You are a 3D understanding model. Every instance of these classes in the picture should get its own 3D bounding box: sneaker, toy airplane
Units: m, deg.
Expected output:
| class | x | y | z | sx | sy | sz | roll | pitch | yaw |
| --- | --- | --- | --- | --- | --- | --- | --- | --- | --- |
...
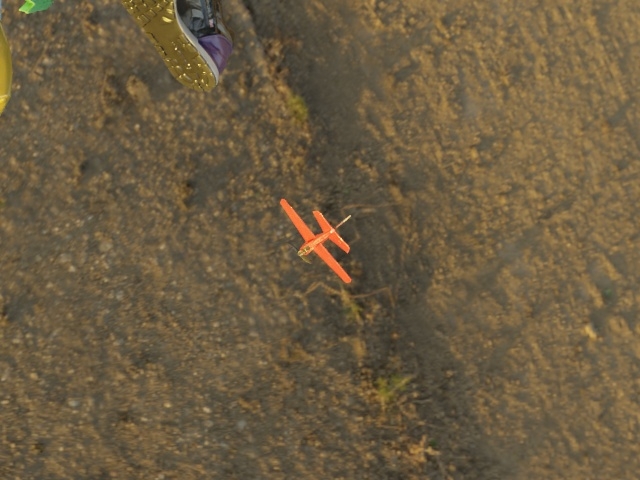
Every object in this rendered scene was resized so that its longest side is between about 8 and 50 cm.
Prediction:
| class | x | y | z | sx | sy | sz | roll | pitch | yaw |
| --- | --- | --- | --- | --- | --- | --- | --- | --- | --- |
| sneaker | -0.219 | -0.372 | 1.223 | 0.124 | 0.107 | 0.283 | -65 | 150 | -28 |
| toy airplane | 0.000 | 0.000 | 1.088 | 0.028 | 0.151 | 0.151 | -41 | 101 | -31 |

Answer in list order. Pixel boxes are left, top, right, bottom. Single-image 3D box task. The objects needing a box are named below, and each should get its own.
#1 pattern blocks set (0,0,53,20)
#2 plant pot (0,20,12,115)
| class | x | y | z | sx | sy | sz | roll | pitch | yaw |
| --- | --- | --- | --- | --- | --- | --- | --- | --- | --- |
| pattern blocks set | -0.418 | -0.463 | 1.114 | 0.026 | 0.324 | 0.285 | 22 | 39 | 13 |
| plant pot | -0.289 | -0.134 | 0.633 | 0.082 | 0.081 | 0.083 | -25 | 87 | -38 |
